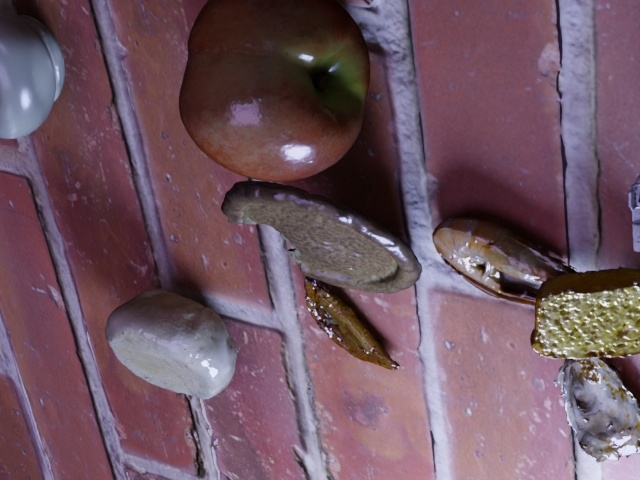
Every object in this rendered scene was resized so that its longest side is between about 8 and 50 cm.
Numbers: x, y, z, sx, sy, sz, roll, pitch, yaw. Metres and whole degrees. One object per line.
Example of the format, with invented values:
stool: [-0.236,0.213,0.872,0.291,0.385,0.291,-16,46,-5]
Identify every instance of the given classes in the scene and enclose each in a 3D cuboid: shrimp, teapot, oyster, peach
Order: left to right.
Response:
teapot: [-0.471,-0.308,1.882,0.220,0.149,0.318,38,137,21]
peach: [-0.063,-0.197,1.565,0.252,0.252,0.253,21,130,27]
shrimp: [0.248,0.044,1.611,0.236,0.053,0.133,24,137,21]
oyster: [0.362,0.209,1.632,0.105,0.056,0.177,-33,96,40]

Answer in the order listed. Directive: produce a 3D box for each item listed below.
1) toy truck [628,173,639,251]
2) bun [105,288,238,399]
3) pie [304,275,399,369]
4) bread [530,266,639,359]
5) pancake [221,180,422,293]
toy truck: [0.460,-0.036,1.349,0.242,0.101,0.125,5,117,34]
bun: [-0.231,0.160,2.025,0.231,0.133,0.231,19,152,11]
pie: [0.035,0.127,1.858,0.191,0.033,0.088,46,145,-4]
bread: [0.345,0.090,1.514,0.187,0.065,0.103,-8,109,9]
pancake: [0.000,0.000,1.686,0.286,0.033,0.288,16,160,6]
